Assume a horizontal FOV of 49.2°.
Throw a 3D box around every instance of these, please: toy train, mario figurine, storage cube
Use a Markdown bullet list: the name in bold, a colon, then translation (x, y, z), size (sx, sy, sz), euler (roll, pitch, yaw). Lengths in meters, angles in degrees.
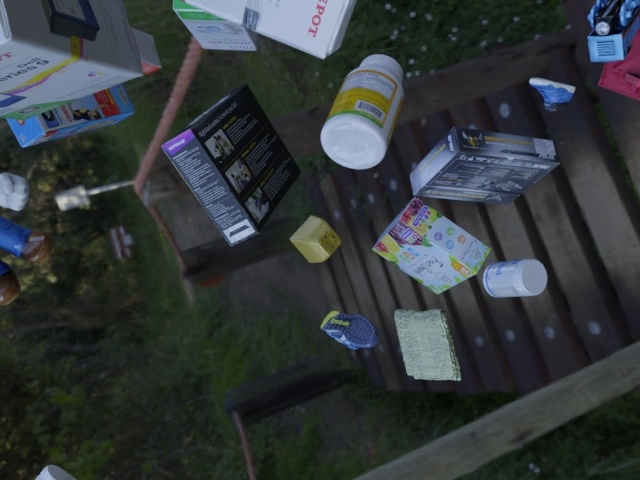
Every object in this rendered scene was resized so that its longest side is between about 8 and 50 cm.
- **toy train**: translation (0.570, -0.421, 1.345), size (0.080, 0.184, 0.105), euler (8, 131, 36)
- **mario figurine**: translation (-0.535, -0.021, 0.986), size (0.320, 0.170, 0.198), euler (44, -140, -45)
- **storage cube**: translation (0.737, -0.392, 1.463), size (0.184, 0.215, 0.193), euler (38, 128, 42)

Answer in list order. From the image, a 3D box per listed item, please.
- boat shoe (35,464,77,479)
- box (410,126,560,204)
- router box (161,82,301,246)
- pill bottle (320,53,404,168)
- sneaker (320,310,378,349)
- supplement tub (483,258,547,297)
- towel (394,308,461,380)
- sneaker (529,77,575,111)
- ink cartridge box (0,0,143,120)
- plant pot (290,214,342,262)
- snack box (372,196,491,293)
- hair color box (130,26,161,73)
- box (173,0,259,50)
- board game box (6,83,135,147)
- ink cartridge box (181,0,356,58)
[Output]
- **boat shoe**: translation (-0.466, 0.506, 1.322), size (0.184, 0.063, 0.066), euler (43, -178, -13)
- **box**: translation (0.321, -0.142, 1.381), size (0.183, 0.231, 0.056), euler (130, 139, -59)
- **router box**: translation (-0.094, -0.093, 0.809), size (0.133, 0.046, 0.179), euler (58, -154, -17)
- **pill bottle**: translation (0.098, -0.277, 1.463), size (0.136, 0.136, 0.245), euler (94, -166, -51)
- **sneaker**: translation (0.062, 0.163, 1.235), size (0.059, 0.053, 0.144), euler (47, 163, -27)
- **supplement tub**: translation (0.371, 0.073, 1.338), size (0.107, 0.071, 0.071), euler (-14, 92, 61)
- **towel**: translation (0.195, 0.191, 1.277), size (0.110, 0.027, 0.148), euler (-5, 110, 36)
- **sneaker**: translation (0.648, -0.409, 1.981), size (0.058, 0.152, 0.084), euler (43, 124, 56)
- **ink cartridge box**: translation (-0.281, -0.176, 0.616), size (0.212, 0.154, 0.093), euler (-19, -87, -77)
- **plant pot**: translation (0.000, 0.000, 1.562), size (0.081, 0.081, 0.083), euler (50, 159, -26)
- **snack box**: translation (0.122, 0.010, 0.798), size (0.100, 0.037, 0.141), euler (34, 165, 1)
- **hair color box**: translation (-0.476, -0.479, 1.743), size (0.167, 0.053, 0.093), euler (-4, -103, -68)
- **box**: translation (-0.188, -0.535, 1.372), size (0.231, 0.127, 0.261), euler (21, -107, -86)
- **board game box**: translation (-0.615, -0.393, 1.598), size (0.308, 0.086, 0.302), euler (64, -150, -7)
- **ink cartridge box**: translation (-0.063, -0.342, 0.827), size (0.100, 0.237, 0.172), euler (-60, -8, -66)
